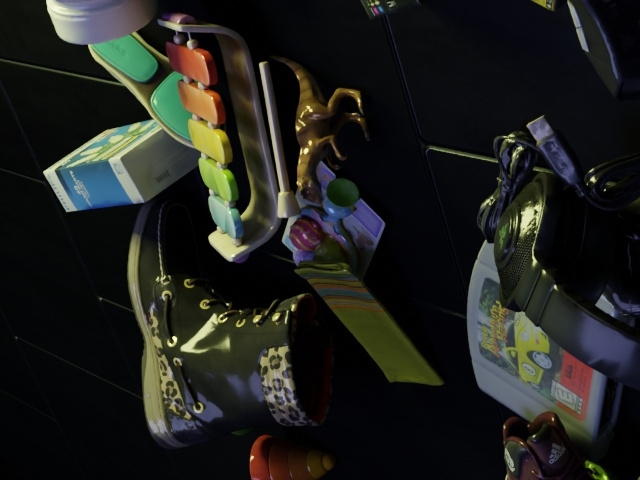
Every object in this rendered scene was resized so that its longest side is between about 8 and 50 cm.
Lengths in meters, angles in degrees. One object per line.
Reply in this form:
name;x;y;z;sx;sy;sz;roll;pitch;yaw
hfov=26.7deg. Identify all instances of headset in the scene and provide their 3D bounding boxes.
headset;0.260;0.028;1.264;0.394;0.243;0.185;-119;39;-48

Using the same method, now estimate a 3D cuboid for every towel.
towel;0.065;0.112;1.765;0.102;0.021;0.237;3;140;51

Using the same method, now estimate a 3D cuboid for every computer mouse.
computer mouse;0.240;-0.158;1.154;0.262;0.184;0.060;59;173;-16

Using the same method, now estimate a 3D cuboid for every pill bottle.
pill bottle;-0.297;-0.393;1.642;0.161;0.161;0.283;24;140;39

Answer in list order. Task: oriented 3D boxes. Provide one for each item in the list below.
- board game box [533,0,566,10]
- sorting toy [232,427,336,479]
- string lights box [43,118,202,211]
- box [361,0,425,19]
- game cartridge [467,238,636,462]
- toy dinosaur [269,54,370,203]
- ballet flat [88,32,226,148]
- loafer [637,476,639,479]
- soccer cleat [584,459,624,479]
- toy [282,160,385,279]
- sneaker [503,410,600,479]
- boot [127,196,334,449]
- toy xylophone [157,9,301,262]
board game box;0.157;-0.330;1.185;0.194;0.060;0.194;36;147;28
sorting toy;-0.079;0.257;2.138;0.126;0.127;0.365;-14;111;27
string lights box;-0.282;-0.110;1.954;0.260;0.133;0.076;-3;120;55
box;0.082;-0.264;1.355;0.083;0.062;0.052;-5;119;56
game cartridge;0.256;0.109;1.532;0.196;0.060;0.294;36;147;33
toy dinosaur;-0.004;-0.150;1.581;0.064;0.112;0.211;67;-164;-65
ballet flat;-0.214;-0.207;1.829;0.248;0.086;0.086;46;150;14
loafer;0.469;0.331;1.465;0.267;0.084;0.096;36;104;25
soccer cleat;0.364;0.317;1.599;0.072;0.060;0.179;22;-174;-37
toy;0.000;0.000;1.761;0.137;0.056;0.237;45;149;14
sneaker;0.281;0.290;1.501;0.281;0.106;0.162;37;152;53
boot;-0.132;0.110;1.960;0.284;0.138;0.377;-8;81;33
toy xylophone;-0.112;-0.132;1.654;0.236;0.081;0.322;-163;57;-72
